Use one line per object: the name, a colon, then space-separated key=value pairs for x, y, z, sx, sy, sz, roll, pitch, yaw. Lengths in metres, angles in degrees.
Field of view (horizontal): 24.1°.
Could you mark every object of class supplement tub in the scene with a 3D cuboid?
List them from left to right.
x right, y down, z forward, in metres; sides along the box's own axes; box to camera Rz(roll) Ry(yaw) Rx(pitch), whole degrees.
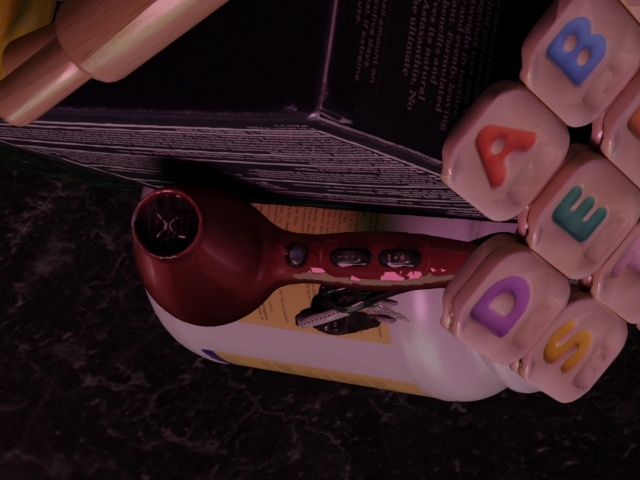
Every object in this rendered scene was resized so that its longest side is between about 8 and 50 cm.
supplement tub: x=0.050 y=-0.003 z=1.182 sx=0.331 sy=0.241 sz=0.241 roll=6 pitch=174 yaw=32

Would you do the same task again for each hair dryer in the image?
hair dryer: x=0.000 y=0.000 z=0.864 sx=0.223 sy=0.080 sz=0.293 roll=-18 pitch=165 yaw=42

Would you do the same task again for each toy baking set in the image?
toy baking set: x=-0.016 y=-0.139 z=0.490 sx=0.256 sy=0.197 sz=0.030 roll=-28 pitch=120 yaw=35

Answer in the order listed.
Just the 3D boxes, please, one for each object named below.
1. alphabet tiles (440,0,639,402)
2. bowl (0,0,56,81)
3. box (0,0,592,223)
alphabet tiles: x=0.183 y=-0.044 z=0.757 sx=0.278 sy=0.284 sz=0.021 roll=33 pitch=-172 yaw=-47
bowl: x=-0.211 y=-0.172 z=0.522 sx=0.289 sy=0.289 sz=0.156 roll=12 pitch=134 yaw=-25
box: x=-0.035 y=-0.122 z=0.796 sx=0.296 sy=0.183 sz=0.294 roll=5 pitch=174 yaw=32
